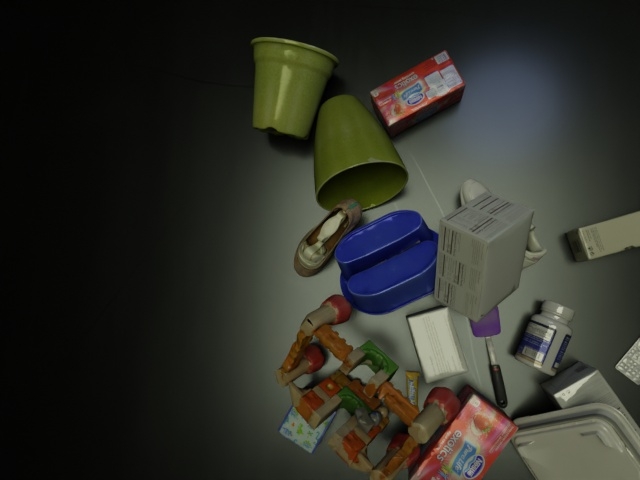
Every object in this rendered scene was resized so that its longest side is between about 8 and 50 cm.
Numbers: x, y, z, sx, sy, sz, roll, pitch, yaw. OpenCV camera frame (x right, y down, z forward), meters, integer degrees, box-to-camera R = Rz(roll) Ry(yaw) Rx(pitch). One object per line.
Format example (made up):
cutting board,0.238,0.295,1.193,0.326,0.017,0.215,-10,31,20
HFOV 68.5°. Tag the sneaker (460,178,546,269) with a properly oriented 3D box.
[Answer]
sneaker,0.522,-0.061,1.334,0.114,0.152,0.305,-31,83,-29

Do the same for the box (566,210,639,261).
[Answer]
box,0.845,-0.024,1.295,0.275,0.113,0.094,-17,82,10

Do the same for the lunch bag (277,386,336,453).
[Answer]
lunch bag,-0.038,0.539,1.410,0.128,0.096,0.151,29,80,12

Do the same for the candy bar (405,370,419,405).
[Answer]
candy bar,0.274,0.472,1.397,0.040,0.018,0.162,0,83,11

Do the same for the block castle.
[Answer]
block castle,0.117,0.396,1.282,0.453,0.212,0.303,39,124,23

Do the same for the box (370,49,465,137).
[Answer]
box,0.294,-0.441,1.436,0.256,0.122,0.128,-28,79,7

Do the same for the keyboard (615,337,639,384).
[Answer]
keyboard,0.927,0.276,1.296,0.072,0.014,0.256,39,92,12

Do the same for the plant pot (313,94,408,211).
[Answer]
plant pot,0.090,-0.277,1.410,0.274,0.275,0.294,-17,66,8

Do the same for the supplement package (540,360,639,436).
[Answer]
supplement package,0.730,0.471,1.250,0.133,0.139,0.244,-33,80,7

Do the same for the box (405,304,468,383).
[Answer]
box,0.322,0.285,1.325,0.119,0.182,0.181,-17,82,7

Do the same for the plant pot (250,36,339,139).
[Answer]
plant pot,-0.103,-0.455,1.461,0.276,0.276,0.254,14,98,12

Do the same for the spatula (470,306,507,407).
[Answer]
spatula,0.499,0.336,1.362,0.084,0.030,0.297,-11,83,10

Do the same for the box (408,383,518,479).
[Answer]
box,0.384,0.571,1.299,0.142,0.154,0.300,36,90,12

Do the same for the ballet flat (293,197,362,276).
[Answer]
ballet flat,0.000,0.000,1.400,0.107,0.106,0.316,40,115,8

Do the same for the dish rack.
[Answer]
dish rack,0.658,0.571,1.180,0.286,0.072,0.333,58,140,11

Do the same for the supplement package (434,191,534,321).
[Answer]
supplement package,0.427,0.041,1.244,0.204,0.262,0.145,-29,41,-29

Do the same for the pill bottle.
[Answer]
pill bottle,0.628,0.267,1.304,0.112,0.112,0.187,24,89,12

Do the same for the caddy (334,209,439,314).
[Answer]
caddy,0.208,0.070,1.375,0.341,0.179,0.241,-26,58,8
